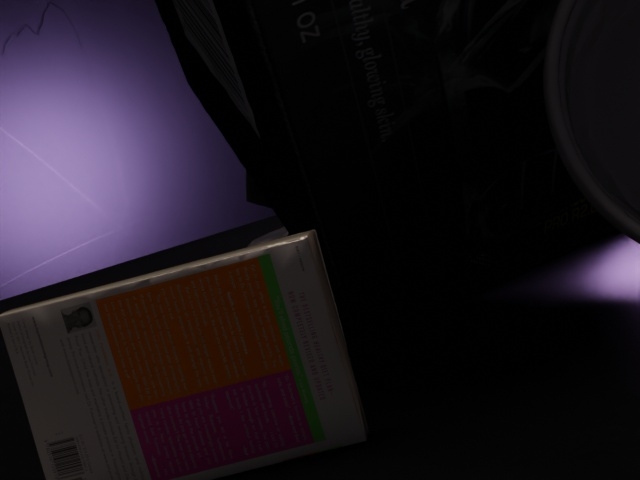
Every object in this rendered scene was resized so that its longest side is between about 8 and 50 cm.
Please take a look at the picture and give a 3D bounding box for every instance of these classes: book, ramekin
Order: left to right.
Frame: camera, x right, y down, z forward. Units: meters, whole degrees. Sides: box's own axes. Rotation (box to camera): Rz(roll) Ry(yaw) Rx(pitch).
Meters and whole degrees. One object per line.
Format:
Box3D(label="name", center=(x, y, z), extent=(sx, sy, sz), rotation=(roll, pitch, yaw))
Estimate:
Box3D(label="book", center=(-0.060, 0.060, 0.614), extent=(0.144, 0.096, 0.035), rotation=(-14, 5, 7))
Box3D(label="ramekin", center=(0.226, -0.084, 0.774), extent=(0.207, 0.207, 0.109), rotation=(-15, -5, 4))

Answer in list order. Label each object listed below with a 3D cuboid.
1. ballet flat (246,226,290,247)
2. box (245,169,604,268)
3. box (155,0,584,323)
Box3D(label="ballet flat", center=(0.000, 0.000, 1.421), extent=(0.074, 0.074, 0.203), rotation=(-12, 11, 41))
Box3D(label="box", center=(0.101, -0.058, 1.220), extent=(0.270, 0.060, 0.216), rotation=(16, 25, 39))
Box3D(label="box", center=(0.117, -0.269, 0.896), extent=(0.472, 0.297, 0.480), rotation=(-30, -35, -8))
